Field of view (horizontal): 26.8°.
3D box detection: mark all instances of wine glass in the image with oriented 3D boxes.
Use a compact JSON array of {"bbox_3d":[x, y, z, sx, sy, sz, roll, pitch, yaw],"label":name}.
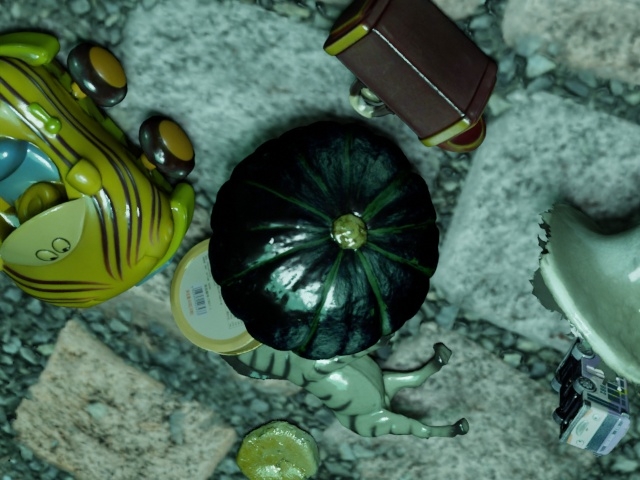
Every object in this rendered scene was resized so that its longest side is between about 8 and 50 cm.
[{"bbox_3d":[0.332,-0.047,0.982,0.357,0.190,0.190,-37,108,26],"label":"wine glass"}]

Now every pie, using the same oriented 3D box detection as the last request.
[{"bbox_3d":[-0.041,0.211,1.309,0.084,0.020,0.084,4,121,7],"label":"pie"}]

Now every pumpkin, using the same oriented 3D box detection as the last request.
[{"bbox_3d":[0.002,0.000,1.088,0.150,0.194,0.194,-10,123,51],"label":"pumpkin"}]

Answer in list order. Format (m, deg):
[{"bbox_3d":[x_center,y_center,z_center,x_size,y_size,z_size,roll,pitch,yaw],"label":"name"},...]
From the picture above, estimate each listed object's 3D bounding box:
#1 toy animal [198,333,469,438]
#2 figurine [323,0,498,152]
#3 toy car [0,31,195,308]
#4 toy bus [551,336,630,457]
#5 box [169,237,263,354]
[{"bbox_3d":[0.014,0.118,1.215,0.176,0.073,0.217,-27,117,30],"label":"toy animal"},{"bbox_3d":[0.070,-0.123,1.059,0.154,0.082,0.098,43,133,-16],"label":"figurine"},{"bbox_3d":[-0.228,-0.046,1.119,0.200,0.142,0.248,-37,106,28],"label":"toy car"},{"bbox_3d":[0.235,0.136,1.161,0.058,0.102,0.052,22,122,-6],"label":"toy bus"},{"bbox_3d":[-0.080,0.048,1.177,0.105,0.037,0.105,-2,85,22],"label":"box"}]
